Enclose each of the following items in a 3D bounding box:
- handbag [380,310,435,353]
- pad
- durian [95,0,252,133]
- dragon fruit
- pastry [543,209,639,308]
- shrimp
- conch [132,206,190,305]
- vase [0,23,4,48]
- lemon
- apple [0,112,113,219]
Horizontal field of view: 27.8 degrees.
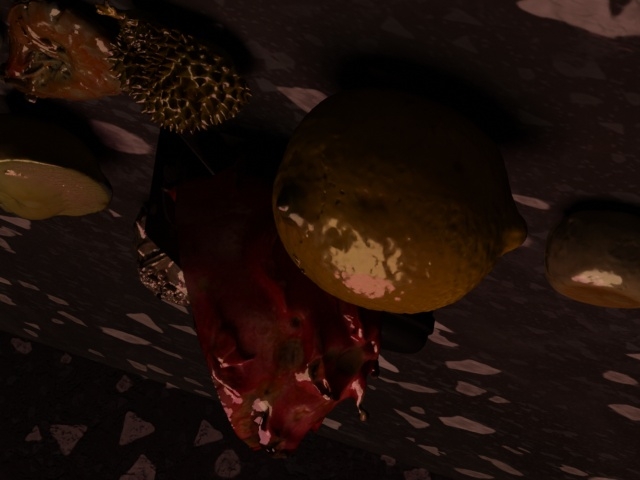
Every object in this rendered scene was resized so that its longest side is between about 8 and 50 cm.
[{"bbox_3d":[0.026,0.095,1.981,0.308,0.093,0.254,17,169,14],"label":"handbag"},{"bbox_3d":[-0.171,-0.036,1.713,0.006,0.170,0.245,-3,155,18],"label":"pad"},{"bbox_3d":[-0.161,-0.180,1.359,0.146,0.102,0.208,9,156,45],"label":"durian"},{"bbox_3d":[-0.038,0.066,1.634,0.249,0.370,0.386,-14,-165,5],"label":"dragon fruit"},{"bbox_3d":[0.326,0.025,1.440,0.156,0.092,0.156,16,170,3],"label":"pastry"},{"bbox_3d":[-0.316,-0.215,1.510,0.154,0.062,0.294,42,151,-26],"label":"shrimp"},{"bbox_3d":[-0.220,0.015,2.047,0.178,0.163,0.245,60,170,-14],"label":"conch"},{"bbox_3d":[-0.505,-0.232,1.563,0.251,0.156,0.301,-4,170,-5],"label":"vase"},{"bbox_3d":[0.077,-0.037,1.307,0.254,0.228,0.228,23,164,-12],"label":"lemon"},{"bbox_3d":[-0.387,-0.107,1.837,0.193,0.120,0.265,7,165,3],"label":"apple"}]
